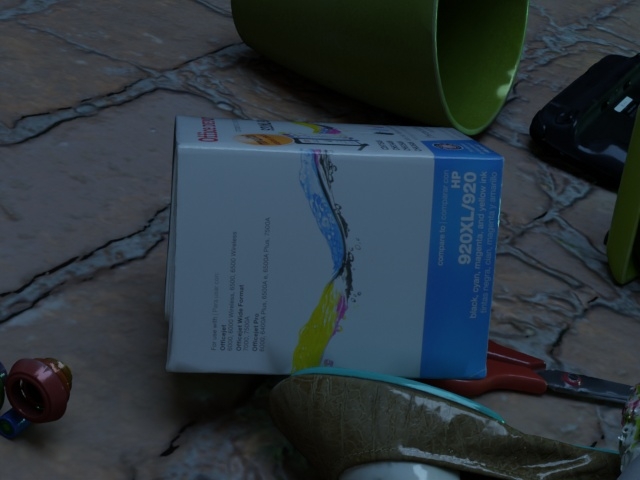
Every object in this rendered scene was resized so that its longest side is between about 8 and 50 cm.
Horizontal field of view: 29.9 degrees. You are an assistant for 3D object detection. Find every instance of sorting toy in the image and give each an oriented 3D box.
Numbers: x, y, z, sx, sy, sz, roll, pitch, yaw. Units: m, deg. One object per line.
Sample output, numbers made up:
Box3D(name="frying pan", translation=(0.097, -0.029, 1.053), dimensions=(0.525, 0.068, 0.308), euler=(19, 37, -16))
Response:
Box3D(name="sorting toy", translation=(-0.211, 0.101, 0.837), dimensions=(0.102, 0.061, 0.042), euler=(6, 26, 27))

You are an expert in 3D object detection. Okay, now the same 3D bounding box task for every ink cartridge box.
Box3D(name="ink cartridge box", translation=(0.000, 0.000, 0.911), dimensions=(0.232, 0.168, 0.171), euler=(2, 13, -7))

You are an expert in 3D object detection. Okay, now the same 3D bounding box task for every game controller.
Box3D(name="game controller", translation=(0.374, -0.146, 1.456), dimensions=(0.166, 0.067, 0.319), euler=(38, 38, 12))

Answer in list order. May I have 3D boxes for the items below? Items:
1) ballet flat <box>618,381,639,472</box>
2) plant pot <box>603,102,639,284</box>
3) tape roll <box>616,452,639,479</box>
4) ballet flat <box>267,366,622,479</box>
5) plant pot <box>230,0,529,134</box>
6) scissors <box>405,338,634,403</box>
Box3D(name="ballet flat", translation=(0.229, 0.194, 0.712), dimensions=(0.077, 0.091, 0.241), euler=(17, 57, -58))
Box3D(name="plant pot", translation=(0.412, -0.041, 1.142), dimensions=(0.207, 0.227, 0.228), euler=(27, 34, 34))
Box3D(name="tape roll", translation=(0.310, 0.251, 0.617), dimensions=(0.392, 0.072, 0.392), euler=(8, 59, -13))
Box3D(name="ballet flat", translation=(0.121, 0.183, 0.802), dimensions=(0.342, 0.116, 0.124), euler=(17, 51, 0))
Box3D(name="plant pot", translation=(0.055, -0.274, 1.380), dimensions=(0.293, 0.275, 0.275), euler=(10, 27, 28))
Box3D(name="scissors", translation=(0.188, 0.121, 0.990), dimensions=(0.297, 0.021, 0.109), euler=(20, 30, 10))
